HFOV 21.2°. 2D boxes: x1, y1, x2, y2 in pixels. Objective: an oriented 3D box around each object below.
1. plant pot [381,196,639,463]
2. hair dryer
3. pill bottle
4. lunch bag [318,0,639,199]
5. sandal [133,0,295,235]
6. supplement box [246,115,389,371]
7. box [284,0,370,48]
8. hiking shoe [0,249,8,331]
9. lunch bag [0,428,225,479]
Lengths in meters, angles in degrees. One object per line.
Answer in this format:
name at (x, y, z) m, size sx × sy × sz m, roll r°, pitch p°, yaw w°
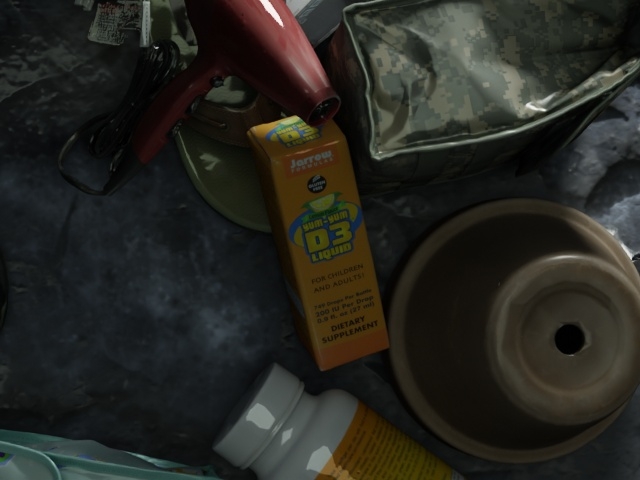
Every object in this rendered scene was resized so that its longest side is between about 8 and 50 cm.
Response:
plant pot at (0.202, 0.087, 1.574) m, size 0.263 × 0.229 × 0.263 m, roll 0°, pitch 90°, yaw -9°
hair dryer at (-0.105, -0.146, 1.540) m, size 0.293 × 0.080 × 0.224 m, roll 6°, pitch 95°, yaw 34°
pill bottle at (0.026, 0.224, 1.594) m, size 0.245 × 0.136 × 0.136 m, roll 37°, pitch 85°, yaw -6°
lunch bag at (0.157, -0.143, 1.566) m, size 0.287 × 0.235 × 0.169 m, roll -11°, pitch 86°, yaw -7°
sandal at (-0.095, -0.141, 1.607) m, size 0.120 × 0.086 × 0.303 m, roll -27°, pitch 93°, yaw -7°
supplement box at (0.000, 0.000, 1.575) m, size 0.078 × 0.080 × 0.233 m, roll -19°, pitch 118°, yaw -9°
box at (-0.027, -0.366, 1.596) m, size 0.242 × 0.076 × 0.307 m, roll -42°, pitch 100°, yaw -14°
hiking shoe at (-0.337, 0.093, 1.559) m, size 0.086 × 0.114 × 0.227 m, roll 10°, pitch 88°, yaw -8°
lunch bag at (-0.233, 0.291, 1.544) m, size 0.262 × 0.160 × 0.223 m, roll 12°, pitch 89°, yaw -11°
